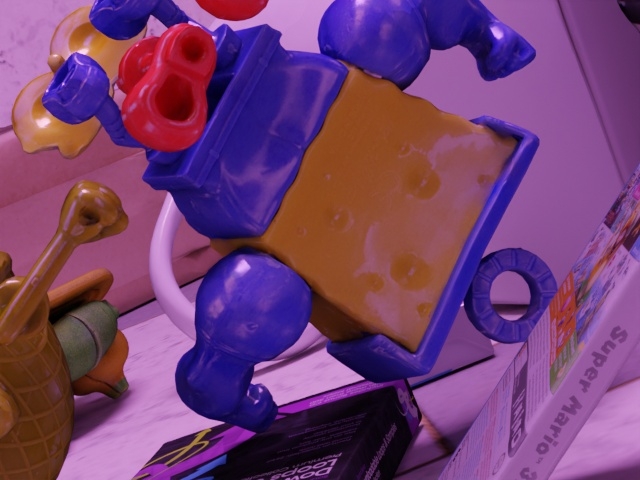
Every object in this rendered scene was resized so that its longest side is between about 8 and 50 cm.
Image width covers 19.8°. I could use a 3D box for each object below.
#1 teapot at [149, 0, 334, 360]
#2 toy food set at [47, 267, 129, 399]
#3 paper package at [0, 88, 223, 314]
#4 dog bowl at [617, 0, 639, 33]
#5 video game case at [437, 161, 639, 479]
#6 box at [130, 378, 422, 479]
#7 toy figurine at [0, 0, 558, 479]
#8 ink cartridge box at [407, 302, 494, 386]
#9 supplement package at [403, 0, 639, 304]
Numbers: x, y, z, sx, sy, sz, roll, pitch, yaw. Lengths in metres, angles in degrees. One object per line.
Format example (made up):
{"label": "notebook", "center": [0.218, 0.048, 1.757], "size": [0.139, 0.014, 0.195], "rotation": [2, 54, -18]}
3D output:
{"label": "teapot", "center": [0.047, -0.057, 1.065], "size": [0.256, 0.187, 0.252], "rotation": [-46, -23, 24]}
{"label": "toy food set", "center": [-0.172, 0.093, 1.024], "size": [0.128, 0.071, 0.218], "rotation": [-44, -7, 30]}
{"label": "paper package", "center": [-0.287, 0.006, 1.510], "size": [0.309, 0.168, 0.325], "rotation": [-26, 10, -33]}
{"label": "dog bowl", "center": [0.322, -0.092, 0.650], "size": [0.408, 0.150, 0.408], "rotation": [-21, 7, 3]}
{"label": "video game case", "center": [0.081, 0.030, 0.569], "size": [0.166, 0.015, 0.119], "rotation": [-59, -1, 13]}
{"label": "box", "center": [-0.029, 0.098, 0.706], "size": [0.116, 0.029, 0.162], "rotation": [-19, 9, 15]}
{"label": "toy figurine", "center": [0.000, 0.000, 0.669], "size": [0.191, 0.217, 0.362], "rotation": [-11, 50, 65]}
{"label": "ink cartridge box", "center": [0.049, 0.044, 0.874], "size": [0.048, 0.028, 0.083], "rotation": [-21, 7, -5]}
{"label": "supplement package", "center": [0.200, -0.100, 0.922], "size": [0.293, 0.175, 0.177], "rotation": [-25, 11, -26]}
